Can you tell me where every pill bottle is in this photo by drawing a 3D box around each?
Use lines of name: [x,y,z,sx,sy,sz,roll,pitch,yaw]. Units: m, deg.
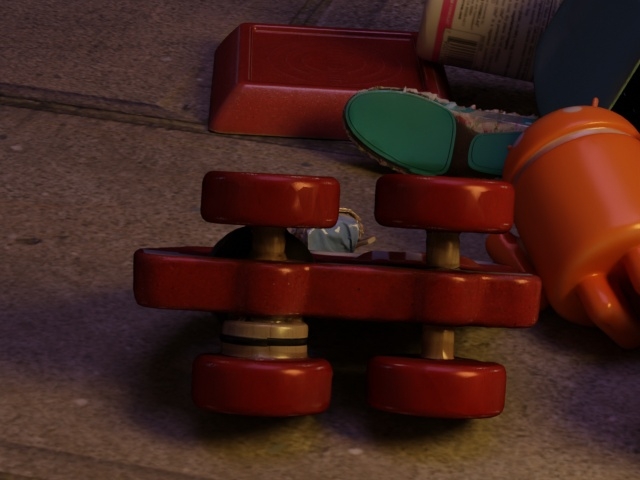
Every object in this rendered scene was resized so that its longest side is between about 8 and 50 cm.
pill bottle: [0.252,-0.239,1.854,0.283,0.160,0.160,12,25,2]

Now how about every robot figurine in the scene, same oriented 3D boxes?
robot figurine: [0.221,-0.019,1.444,0.128,0.158,0.219,1,48,-22]

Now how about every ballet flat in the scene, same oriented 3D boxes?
ballet flat: [0.139,-0.088,1.706,0.241,0.091,0.077,15,-4,13]

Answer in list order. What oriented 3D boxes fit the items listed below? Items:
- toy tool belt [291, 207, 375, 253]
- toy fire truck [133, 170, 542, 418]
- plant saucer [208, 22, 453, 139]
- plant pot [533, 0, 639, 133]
toy tool belt: [0.000,0.000,1.502,0.083,0.052,0.051,-11,20,-28]
toy fire truck: [0.011,0.035,1.336,0.302,0.169,0.254,2,1,-6]
plant saucer: [0.015,-0.174,1.889,0.259,0.047,0.258,4,25,-3]
plant pot: [0.296,-0.151,1.633,0.165,0.165,0.234,20,24,-23]
